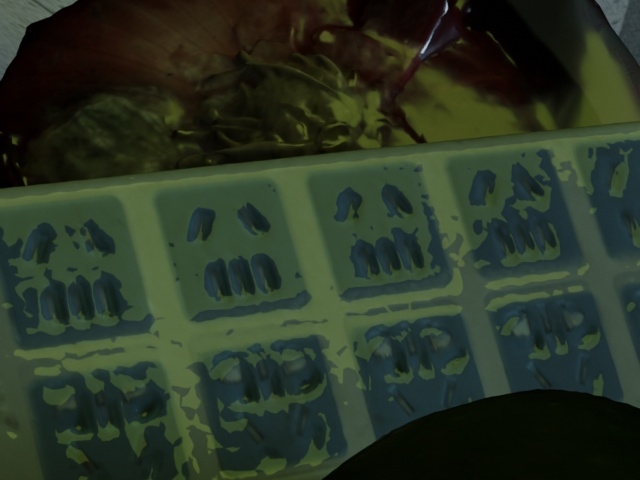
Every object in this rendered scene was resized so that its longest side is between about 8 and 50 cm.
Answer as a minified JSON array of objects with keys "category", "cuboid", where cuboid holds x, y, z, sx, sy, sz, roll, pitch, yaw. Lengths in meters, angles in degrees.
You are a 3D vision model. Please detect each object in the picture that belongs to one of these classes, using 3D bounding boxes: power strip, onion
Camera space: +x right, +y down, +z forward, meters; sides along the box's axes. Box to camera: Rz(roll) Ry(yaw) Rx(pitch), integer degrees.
[{"category":"power strip","cuboid":[-0.012,0.029,0.591,0.367,0.043,0.106,-8,73,-30]},{"category":"onion","cuboid":[0.000,0.000,0.755,0.272,0.195,0.272,5,57,-8]}]

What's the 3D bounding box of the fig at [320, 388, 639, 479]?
[{"category":"fig","cuboid":[0.046,0.138,0.522,0.195,0.195,0.245,26,-16,-28]}]
